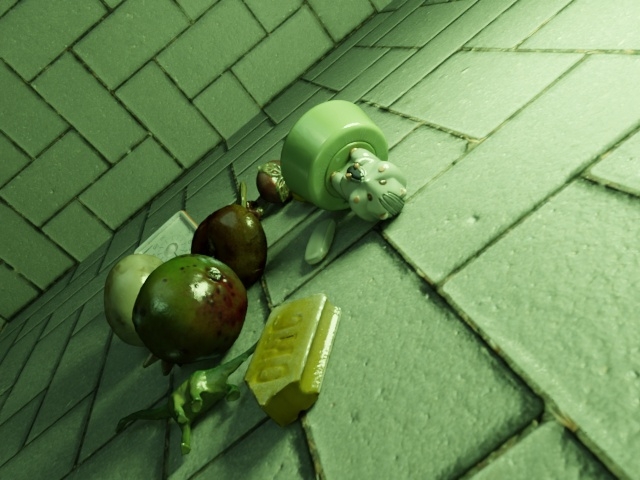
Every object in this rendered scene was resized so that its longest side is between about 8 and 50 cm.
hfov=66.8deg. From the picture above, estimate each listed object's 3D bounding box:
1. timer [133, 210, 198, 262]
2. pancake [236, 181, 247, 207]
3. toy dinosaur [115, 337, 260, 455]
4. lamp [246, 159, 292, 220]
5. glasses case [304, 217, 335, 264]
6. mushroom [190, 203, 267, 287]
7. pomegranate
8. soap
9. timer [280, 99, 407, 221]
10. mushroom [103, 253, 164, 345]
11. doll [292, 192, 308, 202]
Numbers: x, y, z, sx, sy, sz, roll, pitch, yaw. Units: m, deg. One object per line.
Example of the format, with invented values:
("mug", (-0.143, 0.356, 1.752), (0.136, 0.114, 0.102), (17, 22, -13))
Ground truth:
("timer", (-0.534, 0.053, 1.815), (0.257, 0.161, 0.250), (-44, 34, -7))
("pancake", (-0.286, -0.094, 1.709), (0.235, 0.029, 0.211), (139, 135, -70))
("toy dinosaur", (-0.298, 0.343, 1.123), (0.447, 0.087, 0.301), (-44, 19, -10))
("lamp", (-0.161, -0.181, 1.707), (0.215, 0.151, 0.223), (-55, -11, -31))
("glasses case", (0.000, 0.000, 1.289), (0.063, 0.041, 0.164), (-25, 30, 33))
("mushroom", (-0.247, 0.024, 1.440), (0.255, 0.267, 0.267), (-14, 13, -27))
("pomegranate", (-0.342, 0.178, 1.224), (0.323, 0.291, 0.290), (-31, 26, 40))
("soap", (-0.061, 0.233, 0.956), (0.160, 0.080, 0.257), (-23, 30, 33))
("timer", (0.092, -0.166, 1.235), (0.291, 0.290, 0.315), (-42, 49, -2))
("mushroom", (-0.512, 0.181, 1.516), (0.290, 0.297, 0.297), (-3, 27, -6))
("doll", (0.008, -0.222, 1.562), (0.252, 0.111, 0.237), (6, 67, 56))
